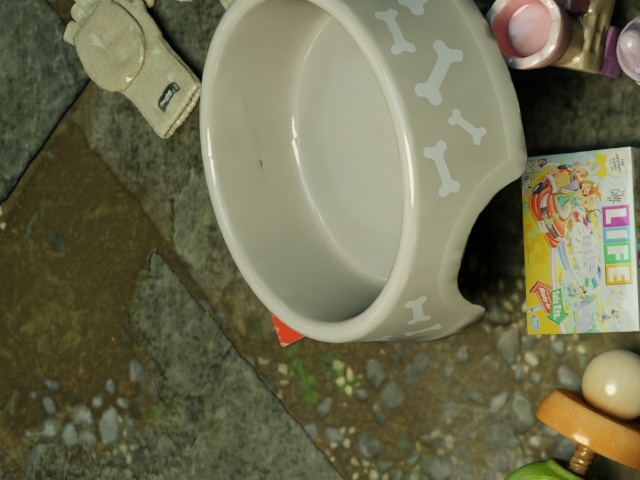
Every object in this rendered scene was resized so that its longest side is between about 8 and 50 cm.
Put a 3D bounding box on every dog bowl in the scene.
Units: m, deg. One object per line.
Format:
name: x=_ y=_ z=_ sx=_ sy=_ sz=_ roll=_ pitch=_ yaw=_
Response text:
dog bowl: x=0.019 y=-0.073 z=1.387 sx=0.348 sy=0.102 sz=0.349 roll=25 pitch=121 yaw=50

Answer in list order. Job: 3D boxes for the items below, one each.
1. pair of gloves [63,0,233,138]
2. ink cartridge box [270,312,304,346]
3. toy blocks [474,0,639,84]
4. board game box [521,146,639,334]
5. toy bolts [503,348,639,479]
pair of gloves: x=-0.156 y=-0.251 z=1.669 sx=0.204 sy=0.042 sz=0.240 roll=40 pitch=111 yaw=25
ink cartridge box: x=0.000 y=0.000 z=1.551 sx=0.179 sy=0.045 sz=0.145 roll=-28 pitch=72 yaw=27
toy blocks: x=0.177 y=-0.269 z=1.314 sx=0.309 sy=0.260 sz=0.289 roll=13 pitch=95 yaw=33
board game box: x=0.224 y=0.002 z=1.409 sx=0.103 sy=0.026 sz=0.154 roll=-5 pitch=85 yaw=33
toy bolts: x=0.262 y=0.192 z=1.287 sx=0.228 sy=0.218 sz=0.158 roll=28 pitch=97 yaw=13
